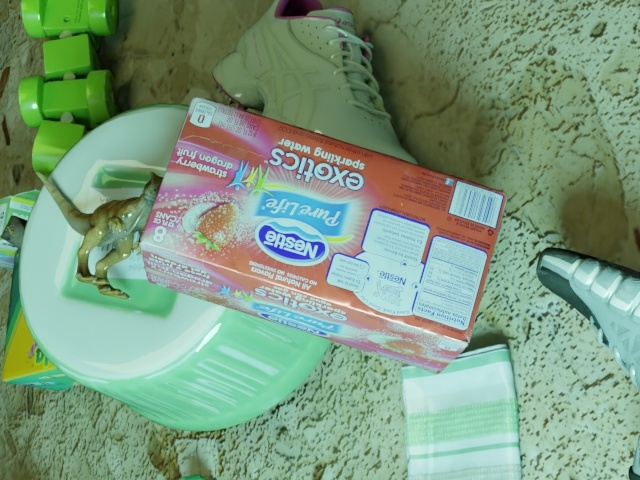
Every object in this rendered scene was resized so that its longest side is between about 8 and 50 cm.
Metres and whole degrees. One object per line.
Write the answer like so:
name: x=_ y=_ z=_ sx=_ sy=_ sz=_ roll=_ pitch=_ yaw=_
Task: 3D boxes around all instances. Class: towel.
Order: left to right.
towel: x=0.110 y=0.166 z=0.915 sx=0.113 sy=0.023 sz=0.152 roll=-21 pitch=62 yaw=43

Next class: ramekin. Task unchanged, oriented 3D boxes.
ramekin: x=-0.137 y=0.019 z=1.075 sx=0.303 sy=0.148 sz=0.303 roll=-9 pitch=69 yaw=25

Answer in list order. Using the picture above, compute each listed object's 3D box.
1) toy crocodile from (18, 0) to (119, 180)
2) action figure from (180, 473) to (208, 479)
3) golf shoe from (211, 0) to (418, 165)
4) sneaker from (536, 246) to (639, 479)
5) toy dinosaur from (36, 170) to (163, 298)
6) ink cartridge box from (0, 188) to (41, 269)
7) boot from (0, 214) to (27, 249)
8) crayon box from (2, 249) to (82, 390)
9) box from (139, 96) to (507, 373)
toy crocodile: x=-0.319 y=-0.233 z=1.474 sx=0.115 sy=0.105 sz=0.340 roll=-5 pitch=67 yaw=3
action figure: x=-0.131 y=0.343 z=1.098 sx=0.137 sy=0.063 sz=0.232 roll=-18 pitch=60 yaw=47
golf shoe: x=0.005 y=-0.146 z=1.074 sx=0.140 sy=0.115 sz=0.306 roll=-58 pitch=44 yaw=12
sneaker: x=0.218 y=0.095 z=0.776 sx=0.228 sy=0.086 sz=0.132 roll=29 pitch=102 yaw=48
toy dinosaur: x=-0.186 y=-0.011 z=0.994 sx=0.211 sy=0.064 sz=0.112 roll=-7 pitch=66 yaw=47
ink cartridge box: x=-0.372 y=-0.010 z=1.443 sx=0.209 sy=0.109 sz=0.062 roll=-10 pitch=70 yaw=46
boot: x=-0.296 y=-0.011 z=1.228 sx=0.037 sy=0.114 sz=0.106 roll=-58 pitch=44 yaw=15
crayon box: x=-0.255 y=0.071 z=1.306 sx=0.278 sy=0.081 sz=0.165 roll=-17 pitch=65 yaw=43
box: x=0.000 y=0.000 z=0.894 sx=0.122 sy=0.257 sz=0.128 roll=107 pitch=-179 yaw=-71
